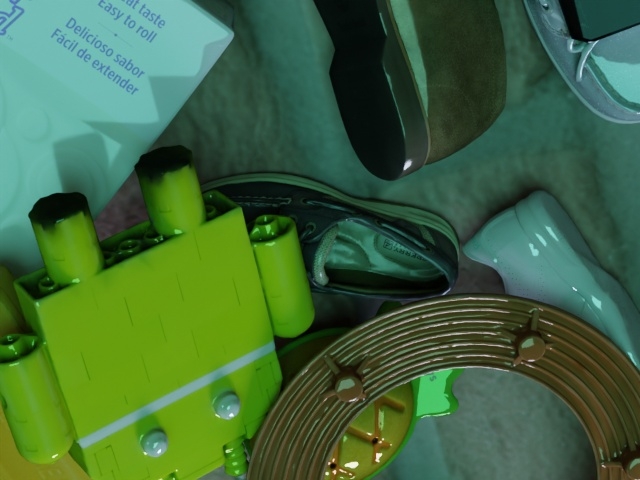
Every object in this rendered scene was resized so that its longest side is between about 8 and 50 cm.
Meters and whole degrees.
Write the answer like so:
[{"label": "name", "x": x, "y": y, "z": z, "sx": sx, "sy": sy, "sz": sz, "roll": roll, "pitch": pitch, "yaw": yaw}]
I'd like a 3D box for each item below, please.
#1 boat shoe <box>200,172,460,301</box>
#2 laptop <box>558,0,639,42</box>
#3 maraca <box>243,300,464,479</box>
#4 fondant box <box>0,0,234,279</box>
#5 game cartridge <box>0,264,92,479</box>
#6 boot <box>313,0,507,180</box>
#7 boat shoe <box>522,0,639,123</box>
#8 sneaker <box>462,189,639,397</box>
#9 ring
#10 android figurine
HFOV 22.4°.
[{"label": "boat shoe", "x": 0.000, "y": 0.001, "z": 1.241, "sx": 0.223, "sy": 0.073, "sz": 0.080, "roll": 10, "pitch": 109, "yaw": -5}, {"label": "laptop", "x": 0.250, "y": -0.298, "z": 1.102, "sx": 0.136, "sy": 0.264, "sz": 0.234, "roll": -5, "pitch": 116, "yaw": 38}, {"label": "maraca", "x": 0.025, "y": 0.124, "z": 1.274, "sx": 0.186, "sy": 0.099, "sz": 0.127, "roll": -31, "pitch": 101, "yaw": -3}, {"label": "fondant box", "x": -0.253, "y": -0.104, "z": 1.186, "sx": 0.238, "sy": 0.096, "sz": 0.330, "roll": 35, "pitch": 104, "yaw": -14}, {"label": "game cartridge", "x": -0.319, "y": 0.175, "z": 1.241, "sx": 0.324, "sy": 0.052, "sz": 0.285, "roll": -17, "pitch": 126, "yaw": 15}, {"label": "boot", "x": 0.055, "y": -0.206, "z": 1.176, "sx": 0.115, "sy": 0.112, "sz": 0.305, "roll": -22, "pitch": 107, "yaw": -26}, {"label": "boat shoe", "x": 0.197, "y": -0.228, "z": 1.151, "sx": 0.118, "sy": 0.103, "sz": 0.320, "roll": -14, "pitch": 109, "yaw": 3}, {"label": "sneaker", "x": 0.194, "y": 0.064, "z": 1.279, "sx": 0.094, "sy": 0.080, "sz": 0.212, "roll": -31, "pitch": 102, "yaw": 22}, {"label": "ring", "x": 0.110, "y": 0.201, "z": 1.239, "sx": 0.336, "sy": 0.032, "sz": 0.336, "roll": -2, "pitch": 110, "yaw": -6}, {"label": "android figurine", "x": -0.117, "y": 0.075, "z": 1.166, "sx": 0.248, "sy": 0.056, "sz": 0.273, "roll": -25, "pitch": 120, "yaw": -24}]
